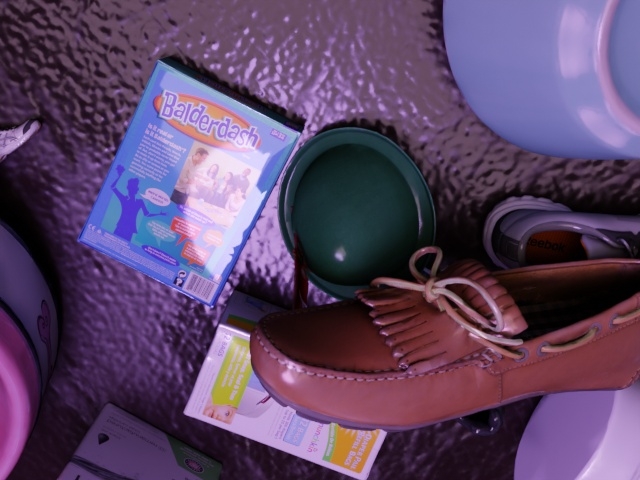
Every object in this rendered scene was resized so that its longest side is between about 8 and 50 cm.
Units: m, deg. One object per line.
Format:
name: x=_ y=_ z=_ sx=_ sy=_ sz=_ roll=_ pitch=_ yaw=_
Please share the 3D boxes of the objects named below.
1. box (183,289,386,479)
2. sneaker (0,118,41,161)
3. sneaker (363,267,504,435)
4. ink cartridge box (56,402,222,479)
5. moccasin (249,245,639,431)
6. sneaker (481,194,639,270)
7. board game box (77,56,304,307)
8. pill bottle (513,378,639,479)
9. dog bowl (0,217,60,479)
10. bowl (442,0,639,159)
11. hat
box: x=-0.024 y=0.151 z=0.924 sx=0.203 sy=0.103 sz=0.114 roll=22 pitch=106 yaw=-4
sneaker: x=-0.330 y=-0.106 z=0.902 sx=0.083 sy=0.032 sz=0.037 roll=-32 pitch=102 yaw=10
sneaker: x=0.124 y=0.111 z=0.904 sx=0.078 sy=0.106 sz=0.234 roll=-35 pitch=101 yaw=11
ink cartridge box: x=-0.206 y=0.288 z=0.911 sx=0.160 sy=0.219 sz=0.092 roll=30 pitch=105 yaw=-6
moccasin: x=0.127 y=0.071 z=0.736 sx=0.380 sy=0.139 sz=0.147 roll=-1 pitch=121 yaw=-15
sneaker: x=0.302 y=0.018 z=0.869 sx=0.271 sy=0.108 sz=0.100 roll=4 pitch=104 yaw=0
board game box: x=-0.134 y=-0.058 z=0.898 sx=0.160 sy=0.047 sz=0.210 roll=28 pitch=106 yaw=-4
pill bottle: x=0.395 y=0.279 z=0.885 sx=0.363 sy=0.210 sz=0.210 roll=30 pitch=105 yaw=-6
dog bowl: x=-0.458 y=0.135 z=0.834 sx=0.408 sy=0.150 sz=0.408 roll=-10 pitch=124 yaw=-15
bowl: x=0.277 y=-0.195 z=0.738 sx=0.311 sy=0.163 sz=0.311 roll=-5 pitch=114 yaw=-11
hat: x=0.000 y=0.000 z=0.806 sx=0.173 sy=0.183 sz=0.208 roll=-33 pitch=83 yaw=28
